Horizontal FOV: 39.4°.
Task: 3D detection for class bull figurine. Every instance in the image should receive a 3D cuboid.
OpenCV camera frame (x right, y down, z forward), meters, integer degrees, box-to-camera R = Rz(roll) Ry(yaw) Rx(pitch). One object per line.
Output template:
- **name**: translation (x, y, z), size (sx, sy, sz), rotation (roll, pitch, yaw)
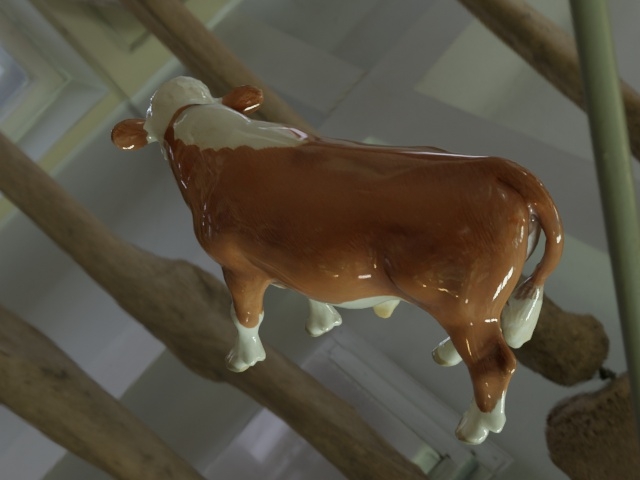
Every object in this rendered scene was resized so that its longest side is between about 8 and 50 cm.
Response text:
- **bull figurine**: translation (0.000, 0.000, 0.555), size (0.310, 0.188, 0.101), rotation (15, -142, 38)
